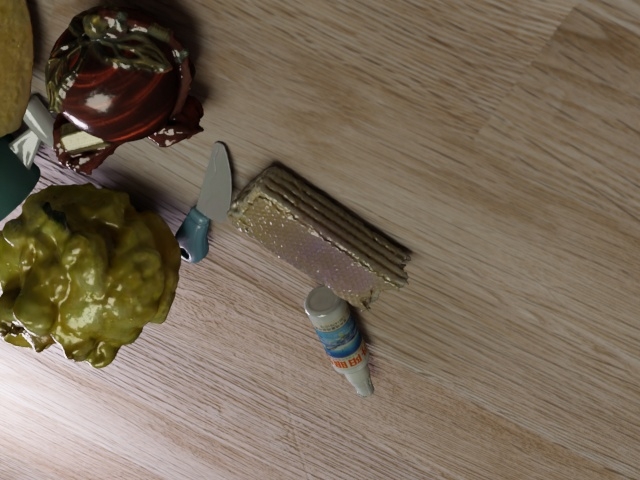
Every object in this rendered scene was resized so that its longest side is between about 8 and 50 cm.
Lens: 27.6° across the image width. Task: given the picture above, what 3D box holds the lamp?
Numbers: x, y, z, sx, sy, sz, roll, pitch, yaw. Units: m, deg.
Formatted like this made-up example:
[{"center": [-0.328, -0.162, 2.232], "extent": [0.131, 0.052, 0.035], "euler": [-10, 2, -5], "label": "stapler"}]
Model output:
[{"center": [-0.241, -0.168, 1.489], "extent": [0.215, 0.151, 0.223], "euler": [-7, 125, 18], "label": "lamp"}]

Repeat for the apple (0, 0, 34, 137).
[{"center": [-0.495, -0.236, 1.481], "extent": [0.314, 0.252, 0.309], "euler": [0, 123, -2], "label": "apple"}]

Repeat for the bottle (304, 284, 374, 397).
[{"center": [0.036, 0.150, 1.846], "extent": [0.060, 0.060, 0.217], "euler": [4, 142, 26], "label": "bottle"}]

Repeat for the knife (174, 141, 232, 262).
[{"center": [-0.146, -0.044, 1.718], "extent": [0.058, 0.032, 0.244], "euler": [45, 144, 11], "label": "knife"}]

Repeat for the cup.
[{"center": [-0.486, -0.110, 1.724], "extent": [0.300, 0.167, 0.173], "euler": [-28, 116, 17], "label": "cup"}]

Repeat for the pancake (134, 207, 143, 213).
[{"center": [-0.280, -0.021, 1.842], "extent": [0.115, 0.011, 0.115], "euler": [16, 144, 12], "label": "pancake"}]

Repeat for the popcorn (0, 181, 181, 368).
[{"center": [-0.330, 0.047, 1.773], "extent": [0.286, 0.252, 0.215], "euler": [2, 178, 33], "label": "popcorn"}]

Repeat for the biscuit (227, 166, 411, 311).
[{"center": [0.000, 0.000, 1.667], "extent": [0.239, 0.061, 0.108], "euler": [35, 146, -13], "label": "biscuit"}]
